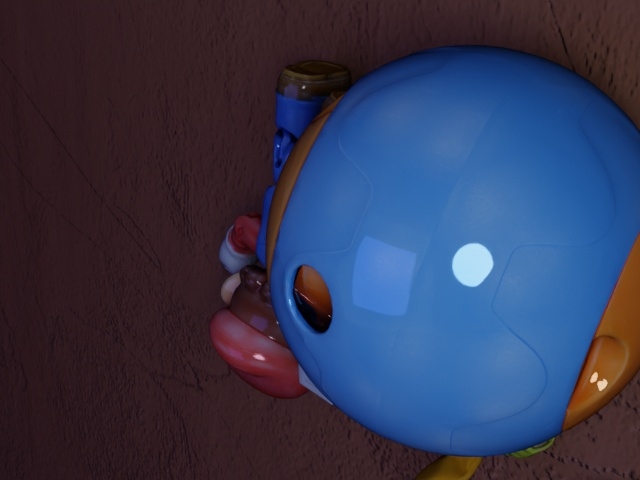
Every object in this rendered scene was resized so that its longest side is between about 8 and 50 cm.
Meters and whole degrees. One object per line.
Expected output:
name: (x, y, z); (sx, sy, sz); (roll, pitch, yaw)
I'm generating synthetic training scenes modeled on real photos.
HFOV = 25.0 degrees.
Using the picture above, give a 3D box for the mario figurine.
mario figurine: (0.000, 0.000, 1.338); (0.198, 0.170, 0.320); (-100, 24, -64)

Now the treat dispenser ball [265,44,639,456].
treat dispenser ball: (0.104, 0.007, 1.017); (0.288, 0.288, 0.288); (25, 122, 47)

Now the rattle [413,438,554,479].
rattle: (0.111, 0.093, 1.177); (0.130, 0.142, 0.200); (-137, 36, -63)

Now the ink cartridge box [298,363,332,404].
ink cartridge box: (0.037, 0.034, 1.195); (0.060, 0.104, 0.180); (27, 124, 57)
